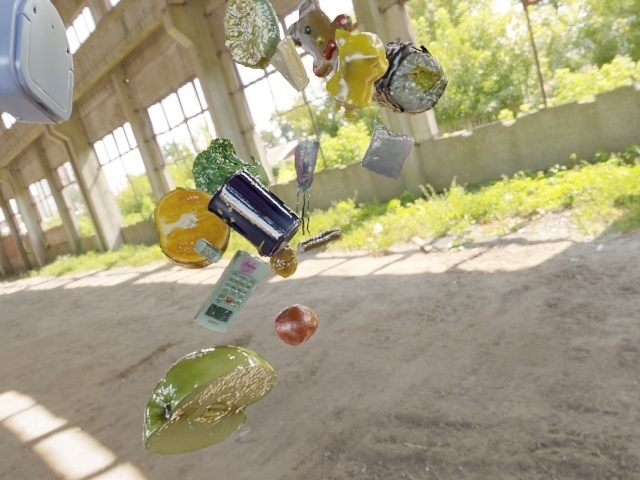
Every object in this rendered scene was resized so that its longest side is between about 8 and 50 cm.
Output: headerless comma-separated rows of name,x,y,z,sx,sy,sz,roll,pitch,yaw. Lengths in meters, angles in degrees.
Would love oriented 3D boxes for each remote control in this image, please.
remote control,-0.344,0.198,1.851,0.344,0.145,0.050,-56,30,11

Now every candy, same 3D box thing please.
candy,0.260,-0.355,1.902,0.185,0.195,0.137,23,25,2

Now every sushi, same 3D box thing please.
sushi,0.363,-0.724,2.132,0.281,0.299,0.294,-45,31,1

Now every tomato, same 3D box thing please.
tomato,-0.123,0.404,2.322,0.208,0.184,0.208,-41,10,9

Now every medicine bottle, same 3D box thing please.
medicine bottle,-0.347,0.032,1.482,0.047,0.083,0.047,-39,27,25

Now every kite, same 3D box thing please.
kite,-0.059,-0.197,1.782,0.022,0.360,0.204,-1,3,-28

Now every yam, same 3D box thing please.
yam,0.000,0.000,1.880,0.057,0.056,0.241,-8,10,42

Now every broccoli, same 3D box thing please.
broccoli,-0.386,-0.237,2.025,0.321,0.413,0.310,-22,2,-42

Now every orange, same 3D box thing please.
orange,-0.455,-0.035,1.707,0.274,0.274,0.310,-19,28,-20

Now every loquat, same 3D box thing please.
loquat,-0.146,0.083,1.933,0.113,0.137,0.137,4,3,-18

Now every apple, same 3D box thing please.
apple,-0.321,0.467,1.388,0.312,0.319,0.360,-7,-17,35

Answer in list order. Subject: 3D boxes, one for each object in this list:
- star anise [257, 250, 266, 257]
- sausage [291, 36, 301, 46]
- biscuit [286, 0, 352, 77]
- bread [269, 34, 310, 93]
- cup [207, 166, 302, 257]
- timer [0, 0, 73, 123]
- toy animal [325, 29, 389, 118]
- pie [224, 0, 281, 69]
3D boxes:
star anise,-0.213,-0.071,1.794,0.088,0.288,0.288,-3,10,3
sausage,-0.101,-0.742,1.790,0.029,0.029,0.223,-14,15,14
biscuit,0.021,-0.802,1.942,0.064,0.432,0.283,-22,-24,-42
bread,-0.088,-0.582,1.585,0.077,0.152,0.105,-52,9,-27
cup,-0.191,-0.087,1.542,0.178,0.256,0.255,-50,-2,13
timer,-0.876,-0.556,1.400,0.174,0.394,0.395,0,8,-6
toy animal,0.089,-0.437,1.280,0.156,0.229,0.156,7,47,-7
pie,-0.268,-0.810,1.853,0.306,0.306,0.071,-8,14,42
